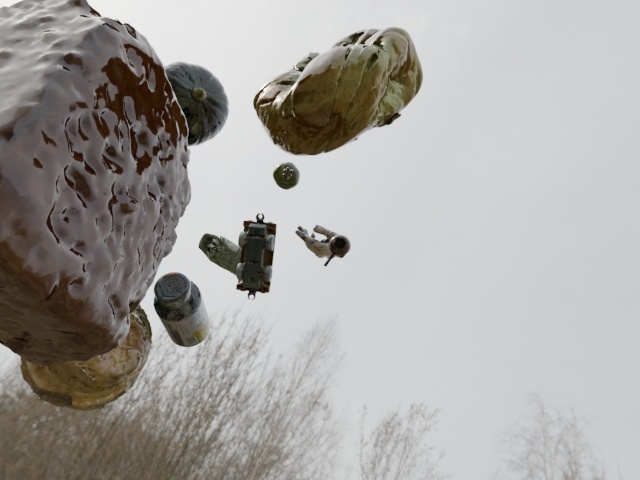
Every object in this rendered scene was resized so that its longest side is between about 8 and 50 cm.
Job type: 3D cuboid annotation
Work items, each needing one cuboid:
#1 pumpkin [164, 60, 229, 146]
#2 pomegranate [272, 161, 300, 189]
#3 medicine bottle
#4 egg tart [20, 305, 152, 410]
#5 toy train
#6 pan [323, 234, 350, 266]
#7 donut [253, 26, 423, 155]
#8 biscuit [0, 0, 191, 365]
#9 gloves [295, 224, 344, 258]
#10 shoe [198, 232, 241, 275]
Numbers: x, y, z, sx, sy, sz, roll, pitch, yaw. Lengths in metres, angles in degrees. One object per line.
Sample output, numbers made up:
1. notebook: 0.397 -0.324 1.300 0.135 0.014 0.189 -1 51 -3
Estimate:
1. pumpkin: -0.479 -0.490 1.498 0.315 0.315 0.238 53 -26 -18
2. pomegranate: -0.135 -0.262 1.653 0.114 0.115 0.142 39 -5 -5
3. medicine bottle: -0.431 0.214 1.288 0.141 0.142 0.293 22 -34 12
4. egg tart: -0.588 0.276 1.101 0.149 0.352 0.352 -11 -60 32
5. toy train: -0.159 0.041 1.062 0.089 0.127 0.220 5 -94 3
6. pan: 0.046 0.031 1.272 0.068 0.115 0.023 34 -12 8
7. donut: 0.031 -0.310 0.852 0.359 0.360 0.170 -9 -55 34
8. biscuit: -0.302 -0.074 0.525 0.166 0.396 0.343 2 -36 6
9. gloves: -0.002 0.009 1.603 0.211 0.111 0.127 11 -12 -24
10. shoe: -0.314 0.053 1.408 0.292 0.109 0.149 19 -10 45
